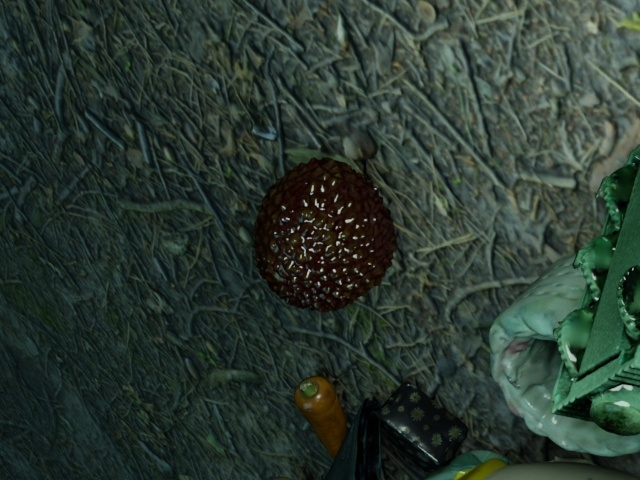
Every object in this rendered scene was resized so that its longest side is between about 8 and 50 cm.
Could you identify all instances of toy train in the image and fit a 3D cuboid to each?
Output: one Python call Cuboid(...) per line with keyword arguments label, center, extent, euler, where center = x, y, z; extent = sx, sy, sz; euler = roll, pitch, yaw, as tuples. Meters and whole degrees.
Cuboid(label="toy train", center=(0.313, 0.034, 0.970), extent=(0.178, 0.330, 0.138), euler=(31, 145, -8))

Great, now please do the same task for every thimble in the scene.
Cuboid(label="thimble", center=(0.291, 0.121, 1.205), extent=(0.211, 0.149, 0.185), euler=(20, 134, 37))

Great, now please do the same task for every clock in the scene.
Cuboid(label="clock", center=(0.230, 0.349, 1.557), extent=(0.159, 0.066, 0.211), euler=(46, 145, 5))

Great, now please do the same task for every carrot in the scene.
Cuboid(label="carrot", center=(0.023, 0.291, 1.753), extent=(0.061, 0.061, 0.257), euler=(13, 140, 41))

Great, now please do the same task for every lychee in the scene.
Cuboid(label="lychee", center=(0.000, 0.000, 1.395), extent=(0.188, 0.188, 0.188), euler=(29, 140, 27))

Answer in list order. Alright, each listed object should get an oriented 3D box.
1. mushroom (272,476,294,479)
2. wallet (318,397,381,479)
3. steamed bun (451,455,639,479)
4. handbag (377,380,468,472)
Cuboid(label="mushroom", center=(-0.057, 0.509, 2.003), extent=(0.159, 0.122, 0.329), euler=(10, 143, -7))
Cuboid(label="wallet", center=(0.016, 0.414, 1.694), extent=(0.046, 0.191, 0.379), euler=(13, 127, -8))
Cuboid(label="steamed bun", center=(0.280, 0.412, 1.320), extent=(0.373, 0.334, 0.334), euler=(0, 126, 17))
Cuboid(label="handbag", center=(0.133, 0.268, 1.600), extent=(0.115, 0.072, 0.139), euler=(37, 156, 15))
